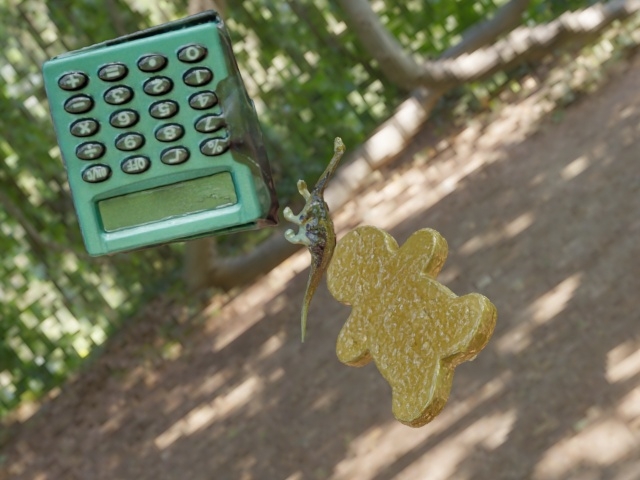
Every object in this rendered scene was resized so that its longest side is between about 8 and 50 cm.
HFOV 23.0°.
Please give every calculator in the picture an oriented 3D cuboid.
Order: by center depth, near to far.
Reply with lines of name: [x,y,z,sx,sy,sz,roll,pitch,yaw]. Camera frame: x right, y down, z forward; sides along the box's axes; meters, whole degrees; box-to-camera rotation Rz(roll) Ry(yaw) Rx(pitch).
calculator: [-0.195,-0.124,1.904,0.248,0.274,0.058,-12,8,3]

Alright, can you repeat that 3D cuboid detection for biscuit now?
biscuit: [0.078,0.066,1.501,0.158,0.035,0.240,-51,39,11]

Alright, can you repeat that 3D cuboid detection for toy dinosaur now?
toy dinosaur: [-0.008,-0.006,1.363,0.037,0.180,0.058,-9,23,-28]
